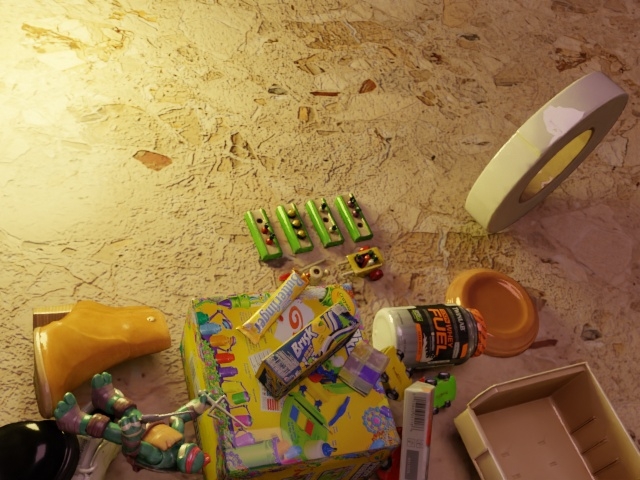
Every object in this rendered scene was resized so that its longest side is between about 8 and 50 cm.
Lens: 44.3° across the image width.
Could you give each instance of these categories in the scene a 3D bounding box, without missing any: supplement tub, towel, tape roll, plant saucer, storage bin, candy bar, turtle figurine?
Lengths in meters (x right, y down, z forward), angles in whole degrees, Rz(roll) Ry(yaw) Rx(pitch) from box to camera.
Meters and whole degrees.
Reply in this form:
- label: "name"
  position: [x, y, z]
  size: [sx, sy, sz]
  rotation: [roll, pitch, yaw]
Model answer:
- label: "supplement tub"
  position: [0.200, 0.175, 1.444]
  size: [0.190, 0.117, 0.117]
  rotation: [-3, 57, -19]
- label: "towel"
  position: [0.068, 0.198, 1.234]
  size: [0.060, 0.009, 0.083]
  rotation: [35, 52, 7]
- label: "tape roll"
  position: [0.458, -0.172, 1.601]
  size: [0.392, 0.392, 0.072]
  rotation: [-30, 68, -32]
- label: "plant saucer"
  position: [0.348, 0.136, 1.569]
  size: [0.199, 0.037, 0.200]
  rotation: [8, 54, -12]
- label: "storage bin"
  position: [0.399, 0.369, 1.340]
  size: [0.260, 0.123, 0.262]
  rotation: [-5, 58, -33]
- label: "candy bar"
  position: [-0.072, 0.103, 1.253]
  size: [0.040, 0.018, 0.161]
  rotation: [36, 53, 10]
- label: "turtle figurine"
  position: [-0.231, 0.257, 1.069]
  size: [0.234, 0.175, 0.118]
  rotation: [15, 93, 18]

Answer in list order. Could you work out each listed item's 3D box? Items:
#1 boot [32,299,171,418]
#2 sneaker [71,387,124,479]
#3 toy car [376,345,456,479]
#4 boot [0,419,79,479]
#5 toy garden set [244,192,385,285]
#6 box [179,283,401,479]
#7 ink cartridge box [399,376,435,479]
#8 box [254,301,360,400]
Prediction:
- label: "boot"
  position: [-0.337, 0.169, 1.226]
  size: [0.211, 0.104, 0.295]
  rotation: [-1, 21, -20]
- label: "sneaker"
  position: [-0.363, 0.344, 1.143]
  size: [0.110, 0.129, 0.297]
  rotation: [18, 53, -6]
- label: "toy car"
  position: [0.158, 0.281, 1.366]
  size: [0.225, 0.053, 0.239]
  rotation: [-10, 100, -48]
- label: "boot"
  position: [-0.507, 0.296, 0.990]
  size: [0.347, 0.260, 0.131]
  rotation: [-25, 55, -8]
- label: "toy garden set"
  position: [0.000, 0.000, 1.549]
  size: [0.244, 0.049, 0.204]
  rotation: [-11, 60, -24]
- label: "box"
  position: [-0.060, 0.246, 1.275]
  size: [0.279, 0.177, 0.290]
  rotation: [-4, 57, -20]
- label: "ink cartridge box"
  position: [0.163, 0.299, 1.249]
  size: [0.045, 0.179, 0.146]
  rotation: [4, 88, 19]
- label: "box"
  position: [-0.018, 0.166, 1.197]
  size: [0.169, 0.059, 0.054]
  rotation: [-34, 72, -35]
